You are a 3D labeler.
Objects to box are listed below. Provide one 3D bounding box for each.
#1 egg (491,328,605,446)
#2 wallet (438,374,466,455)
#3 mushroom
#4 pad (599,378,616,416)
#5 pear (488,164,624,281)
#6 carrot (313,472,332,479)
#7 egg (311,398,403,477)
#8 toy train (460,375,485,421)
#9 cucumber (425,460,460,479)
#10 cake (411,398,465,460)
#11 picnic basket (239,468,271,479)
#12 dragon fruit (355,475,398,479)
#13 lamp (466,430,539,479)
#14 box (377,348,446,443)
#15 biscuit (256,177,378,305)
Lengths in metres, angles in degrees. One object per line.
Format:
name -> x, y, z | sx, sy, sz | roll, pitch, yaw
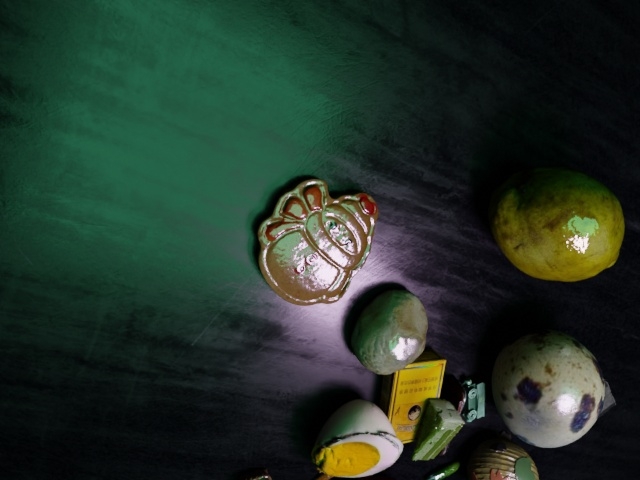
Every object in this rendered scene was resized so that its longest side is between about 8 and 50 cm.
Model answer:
egg -> 0.758, 0.506, 1.651 | 0.345, 0.345, 0.427 | -6, 116, -19
wallet -> 0.441, 0.605, 1.677 | 0.031, 0.137, 0.255 | 12, 101, -3
mushroom -> 0.221, 0.278, 1.477 | 0.267, 0.164, 0.189 | -35, 116, -8
pad -> 1.118, 0.694, 2.022 | 0.233, 0.022, 0.174 | -36, 115, -7
pear -> 0.710, -0.055, 1.472 | 0.413, 0.352, 0.352 | 39, 90, -18
carrot -> 0.047, 0.768, 1.628 | 0.216, 0.048, 0.048 | -31, 114, -5
egg -> 0.107, 0.621, 1.542 | 0.264, 0.174, 0.286 | 20, 121, -19
toy train -> 0.542, 0.564, 1.740 | 0.099, 0.070, 0.172 | -13, 109, -24
cucumber -> 0.453, 0.861, 1.809 | 0.168, 0.039, 0.039 | -19, 111, -16
cake -> 0.380, 0.647, 1.594 | 0.100, 0.099, 0.235 | 10, 104, -24
picnic basket -> -0.199, 0.811, 1.537 | 0.110, 0.055, 0.193 | -11, 110, -16
dragon fruit -> 0.208, 0.923, 1.596 | 0.296, 0.302, 0.295 | -3, 100, -19
lamp -> 0.670, 0.829, 1.786 | 0.250, 0.250, 0.284 | 48, 45, -26
box -> 0.295, 0.521, 1.621 | 0.193, 0.084, 0.301 | -1, 106, -21
biscuit -> 0.000, 0.000, 1.368 | 0.381, 0.074, 0.359 | -41, 117, -2
